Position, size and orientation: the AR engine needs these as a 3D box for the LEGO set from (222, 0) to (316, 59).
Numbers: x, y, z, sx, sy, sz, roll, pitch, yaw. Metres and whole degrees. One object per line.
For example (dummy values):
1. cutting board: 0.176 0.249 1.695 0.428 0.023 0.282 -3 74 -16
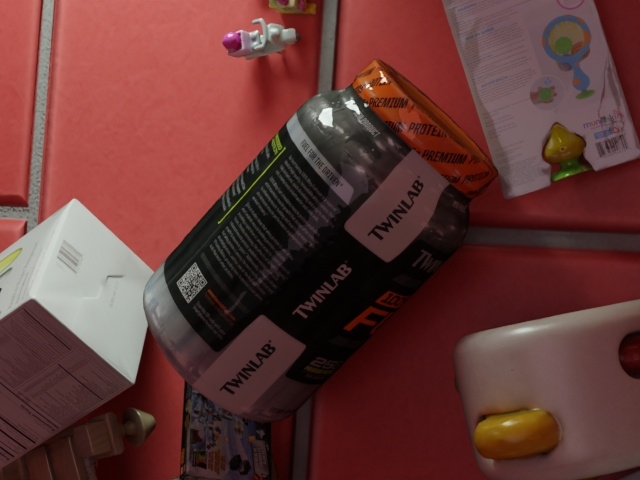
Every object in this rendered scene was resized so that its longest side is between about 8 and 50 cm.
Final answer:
1. LEGO set: -0.078 -0.351 1.074 0.132 0.107 0.287 -17 80 23

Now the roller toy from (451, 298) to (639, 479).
1. roller toy: 0.222 0.139 0.860 0.191 0.209 0.146 -13 82 4

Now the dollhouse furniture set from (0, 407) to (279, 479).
1. dollhouse furniture set: -0.206 0.349 1.126 0.355 0.173 0.303 -25 78 47

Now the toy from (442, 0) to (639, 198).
1. toy: 0.214 -0.172 0.960 0.137 0.056 0.237 -18 85 19

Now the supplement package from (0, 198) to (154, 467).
1. supplement package: -0.314 0.101 1.086 0.203 0.194 0.149 -33 117 19

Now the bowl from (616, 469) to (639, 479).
1. bowl: 0.284 0.318 0.714 0.298 0.134 0.298 -2 86 33

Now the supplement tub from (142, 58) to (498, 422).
1. supplement tub: 0.000 0.000 0.965 0.338 0.207 0.207 -47 70 16

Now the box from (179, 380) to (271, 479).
1. box: -0.098 0.196 1.029 0.027 0.094 0.137 -52 30 41
